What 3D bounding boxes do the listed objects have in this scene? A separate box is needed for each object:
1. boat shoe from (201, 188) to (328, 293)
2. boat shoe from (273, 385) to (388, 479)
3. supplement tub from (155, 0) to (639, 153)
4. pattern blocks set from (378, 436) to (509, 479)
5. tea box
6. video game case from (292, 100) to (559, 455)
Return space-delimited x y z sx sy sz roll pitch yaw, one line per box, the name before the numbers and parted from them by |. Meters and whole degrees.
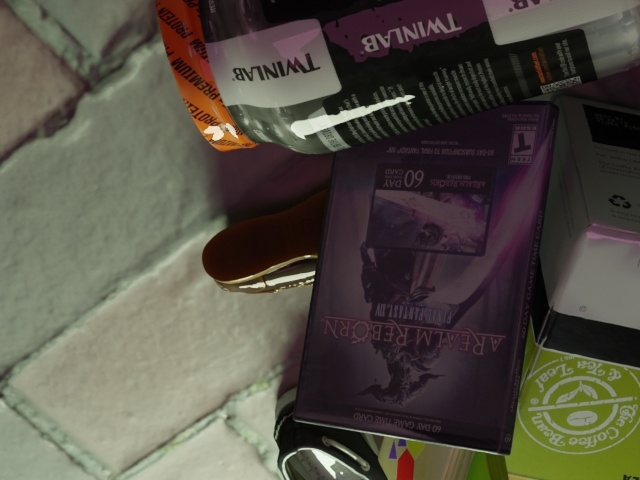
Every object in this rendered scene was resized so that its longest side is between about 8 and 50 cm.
boat shoe | 0.000 0.000 1.263 0.207 0.073 0.073 -12 159 15
boat shoe | 0.049 0.276 1.416 0.114 0.091 0.302 -33 115 22
supplement tub | 0.063 -0.186 1.051 0.338 0.207 0.207 -15 120 12
pattern blocks set | 0.102 0.148 1.223 0.026 0.285 0.325 8 118 -19
tea box | 0.317 0.091 1.203 0.329 0.220 0.324 11 124 -4
video game case | 0.082 0.022 1.142 0.196 0.274 0.026 4 171 35
